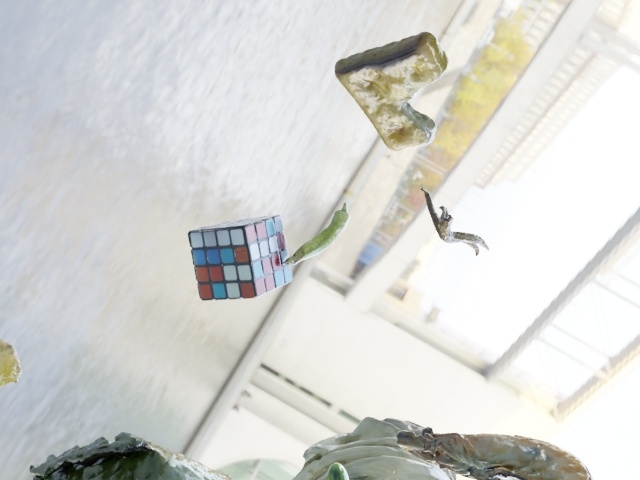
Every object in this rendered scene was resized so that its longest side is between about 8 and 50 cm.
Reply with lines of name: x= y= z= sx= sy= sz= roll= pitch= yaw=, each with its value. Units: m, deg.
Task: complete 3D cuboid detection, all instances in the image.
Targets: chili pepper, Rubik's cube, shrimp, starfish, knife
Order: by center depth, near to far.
shrimp: x=0.080 y=0.128 z=0.409 sx=0.091 sy=0.025 sz=0.127 roll=-28 pitch=-159 yaw=-37
knife: x=0.032 y=0.238 z=0.631 sx=0.054 sy=0.015 sz=0.212 roll=-109 pitch=-178 yaw=-48
starfish: x=0.185 y=-0.021 z=1.120 sx=0.041 sy=0.133 sz=0.130 roll=-49 pitch=166 yaw=9
Rubik's cube: x=-0.170 y=0.035 z=1.642 sx=0.151 sy=0.154 sz=0.155 roll=-24 pitch=107 yaw=-59
chili pepper: x=0.000 y=0.001 z=1.685 sx=0.208 sy=0.043 sz=0.049 roll=-45 pitch=165 yaw=-23

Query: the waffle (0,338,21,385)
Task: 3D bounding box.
waffle: x=-0.501 y=0.158 z=0.902 sx=0.221 sy=0.247 sz=0.055 roll=-23 pitch=111 yaw=-37

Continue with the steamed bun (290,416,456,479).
steamed bun: x=0.103 y=0.374 z=1.178 sx=0.280 sy=0.267 sz=0.207 roll=58 pitch=47 yaw=-59

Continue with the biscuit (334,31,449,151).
biscuit: x=0.124 y=-0.204 z=1.092 sx=0.174 sy=0.183 sz=0.039 roll=-5 pitch=-134 yaw=40

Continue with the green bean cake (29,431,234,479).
green bean cake: x=-0.279 y=0.443 z=0.981 sx=0.335 sy=0.218 sz=0.319 roll=-27 pitch=-137 yaw=34
